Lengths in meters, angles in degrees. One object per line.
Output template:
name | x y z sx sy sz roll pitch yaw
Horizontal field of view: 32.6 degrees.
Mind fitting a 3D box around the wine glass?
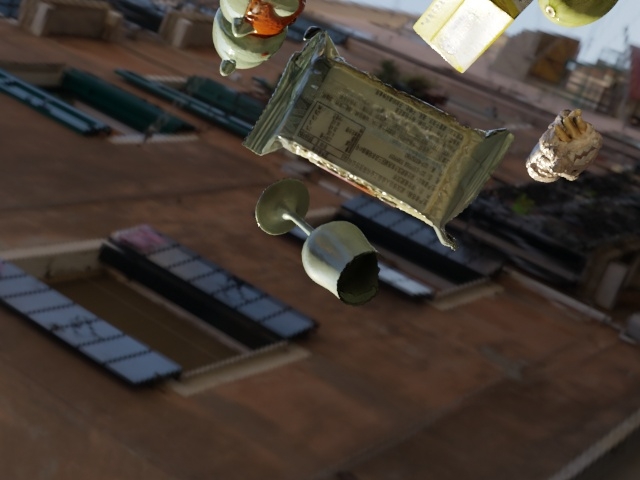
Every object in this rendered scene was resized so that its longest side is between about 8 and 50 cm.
wine glass | 0.000 0.000 1.266 0.079 0.195 0.079 -16 -55 -25

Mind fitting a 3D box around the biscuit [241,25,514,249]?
biscuit | 0.078 -0.134 1.411 0.186 0.309 0.079 -62 -8 -5

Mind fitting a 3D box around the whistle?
whistle | -0.071 -0.291 1.321 0.105 0.102 0.253 6 -35 -17

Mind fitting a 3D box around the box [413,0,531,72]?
box | 0.264 -0.368 1.490 0.265 0.097 0.168 -47 1 -26

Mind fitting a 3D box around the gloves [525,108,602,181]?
gloves | 0.382 -0.141 1.717 0.110 0.094 0.144 -45 0 -4

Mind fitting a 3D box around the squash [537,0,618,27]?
squash | 0.317 -0.321 1.166 0.250 0.083 0.083 -50 -30 -18
